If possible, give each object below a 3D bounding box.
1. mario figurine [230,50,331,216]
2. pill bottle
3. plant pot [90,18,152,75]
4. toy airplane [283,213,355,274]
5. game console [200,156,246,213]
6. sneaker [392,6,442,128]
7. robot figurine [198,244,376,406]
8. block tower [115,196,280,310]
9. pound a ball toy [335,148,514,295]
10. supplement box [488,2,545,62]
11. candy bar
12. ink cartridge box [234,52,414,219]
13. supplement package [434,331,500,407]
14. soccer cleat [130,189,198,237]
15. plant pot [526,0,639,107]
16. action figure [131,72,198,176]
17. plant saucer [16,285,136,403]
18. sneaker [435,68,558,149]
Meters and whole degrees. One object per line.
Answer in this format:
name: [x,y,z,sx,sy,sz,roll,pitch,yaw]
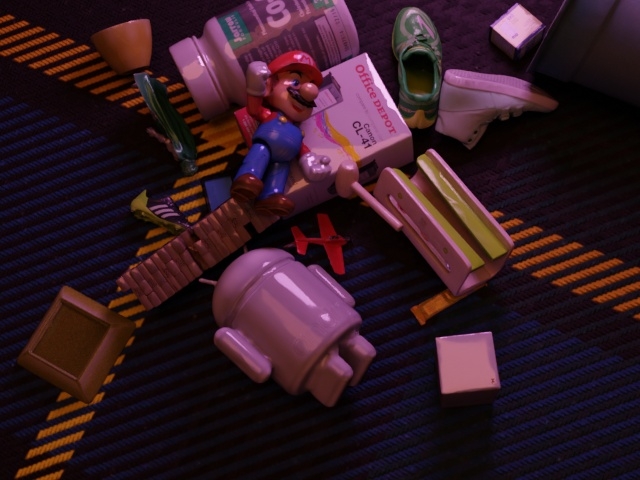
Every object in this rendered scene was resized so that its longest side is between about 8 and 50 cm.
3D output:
mario figurine: [-0.062,-0.217,1.758,0.170,0.198,0.320,9,72,12]
pill bottle: [-0.118,-0.403,1.953,0.361,0.204,0.204,-27,71,-3]
plant pot: [-0.424,-0.417,2.043,0.134,0.134,0.095,-18,96,1]
toy airplane: [0.000,0.000,1.876,0.151,0.028,0.151,9,53,-13]
game console: [-0.184,-0.099,1.933,0.071,0.107,0.122,-1,67,-38]
sneaker: [0.210,-0.375,1.940,0.109,0.123,0.295,0,62,-4]
robot figurine: [-0.063,0.151,1.772,0.353,0.199,0.300,40,44,16]
block tower: [-0.239,0.013,1.858,0.335,0.091,0.097,-34,97,4]
pound a ball toy: [0.187,-0.034,1.820,0.208,0.135,0.319,-25,63,-28]
supplement box: [0.417,-0.442,1.982,0.083,0.056,0.083,-41,73,-7]
candy bar: [0.257,0.111,1.844,0.161,0.018,0.040,-30,75,-4]
ink cartridge box: [0.008,-0.214,1.919,0.306,0.131,0.226,-26,71,-1]
supplement package: [0.267,0.241,1.716,0.105,0.179,0.105,-6,72,4]
soccer cleat: [-0.312,-0.053,1.943,0.179,0.060,0.072,25,64,14]
plant pot: [0.633,-0.409,1.823,0.334,0.341,0.341,28,77,6]
action figure: [-0.322,-0.238,1.983,0.063,0.137,0.232,-32,79,20]
plant saucer: [-0.501,0.204,1.886,0.188,0.045,0.188,26,77,14]
sneaker: [0.356,-0.260,1.930,0.256,0.094,0.151,7,116,-15]
